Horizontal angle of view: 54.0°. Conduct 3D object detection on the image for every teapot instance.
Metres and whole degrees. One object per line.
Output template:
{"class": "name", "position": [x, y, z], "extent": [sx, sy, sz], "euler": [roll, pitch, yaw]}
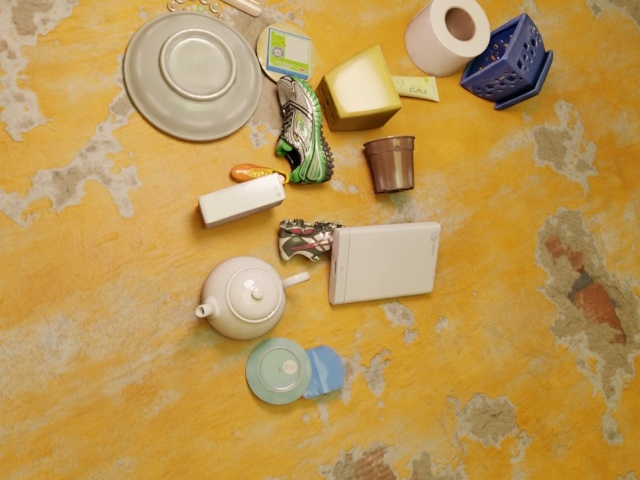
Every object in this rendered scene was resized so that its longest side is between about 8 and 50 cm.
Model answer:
{"class": "teapot", "position": [-0.189, 0.150, 1.708], "extent": [0.252, 0.187, 0.256], "euler": [31, 67, -16]}

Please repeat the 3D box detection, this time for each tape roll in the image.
{"class": "tape roll", "position": [0.439, -0.713, 2.184], "extent": [0.246, 0.169, 0.246], "euler": [5, 76, -22]}

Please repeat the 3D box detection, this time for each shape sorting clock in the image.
{"class": "shape sorting clock", "position": [-0.105, -0.585, 1.983], "extent": [0.206, 0.040, 0.206], "euler": [6, 77, -27]}

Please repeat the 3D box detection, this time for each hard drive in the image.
{"class": "hard drive", "position": [0.199, 0.066, 1.923], "extent": [0.353, 0.047, 0.233], "euler": [-5, 110, -25]}

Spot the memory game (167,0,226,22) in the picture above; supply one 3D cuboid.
{"class": "memory game", "position": [-0.374, -0.672, 1.898], "extent": [0.186, 0.012, 0.186], "euler": [5, 77, -23]}

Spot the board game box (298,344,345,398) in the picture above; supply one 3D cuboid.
{"class": "board game box", "position": [-0.014, 0.381, 1.821], "extent": [0.169, 0.033, 0.133], "euler": [-12, 72, -24]}

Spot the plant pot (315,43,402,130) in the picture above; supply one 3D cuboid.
{"class": "plant pot", "position": [0.104, -0.455, 1.971], "extent": [0.187, 0.212, 0.212], "euler": [-20, 88, -13]}

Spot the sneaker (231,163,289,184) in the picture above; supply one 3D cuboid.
{"class": "sneaker", "position": [-0.177, -0.199, 1.854], "extent": [0.175, 0.067, 0.064], "euler": [4, 81, -21]}

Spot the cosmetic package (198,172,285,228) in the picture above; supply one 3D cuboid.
{"class": "cosmetic package", "position": [-0.223, -0.110, 1.761], "extent": [0.231, 0.117, 0.085], "euler": [-18, 86, -13]}

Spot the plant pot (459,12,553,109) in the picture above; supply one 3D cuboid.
{"class": "plant pot", "position": [0.676, -0.618, 2.240], "extent": [0.212, 0.236, 0.236], "euler": [36, 66, -19]}

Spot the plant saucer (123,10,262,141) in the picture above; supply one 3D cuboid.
{"class": "plant saucer", "position": [-0.354, -0.487, 1.801], "extent": [0.400, 0.100, 0.400], "euler": [3, 80, -18]}

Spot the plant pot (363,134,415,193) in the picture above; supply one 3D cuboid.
{"class": "plant pot", "position": [0.229, -0.237, 2.001], "extent": [0.167, 0.167, 0.165], "euler": [-8, 90, -25]}

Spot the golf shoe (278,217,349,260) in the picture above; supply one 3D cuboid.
{"class": "golf shoe", "position": [0.000, 0.000, 1.889], "extent": [0.273, 0.105, 0.120], "euler": [3, 100, -23]}

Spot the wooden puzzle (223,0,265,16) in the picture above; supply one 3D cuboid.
{"class": "wooden puzzle", "position": [-0.259, -0.847, 1.975], "extent": [0.221, 0.044, 0.238], "euler": [21, 75, -19]}

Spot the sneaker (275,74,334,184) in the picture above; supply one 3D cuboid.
{"class": "sneaker", "position": [-0.069, -0.335, 1.895], "extent": [0.146, 0.134, 0.343], "euler": [-14, 85, -25]}

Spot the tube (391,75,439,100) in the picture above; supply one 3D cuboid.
{"class": "tube", "position": [0.305, -0.527, 2.148], "extent": [0.240, 0.062, 0.070], "euler": [-2, 120, -29]}

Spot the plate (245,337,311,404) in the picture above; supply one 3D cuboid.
{"class": "plate", "position": [-0.115, 0.363, 1.762], "extent": [0.188, 0.024, 0.188], "euler": [4, 68, -11]}
